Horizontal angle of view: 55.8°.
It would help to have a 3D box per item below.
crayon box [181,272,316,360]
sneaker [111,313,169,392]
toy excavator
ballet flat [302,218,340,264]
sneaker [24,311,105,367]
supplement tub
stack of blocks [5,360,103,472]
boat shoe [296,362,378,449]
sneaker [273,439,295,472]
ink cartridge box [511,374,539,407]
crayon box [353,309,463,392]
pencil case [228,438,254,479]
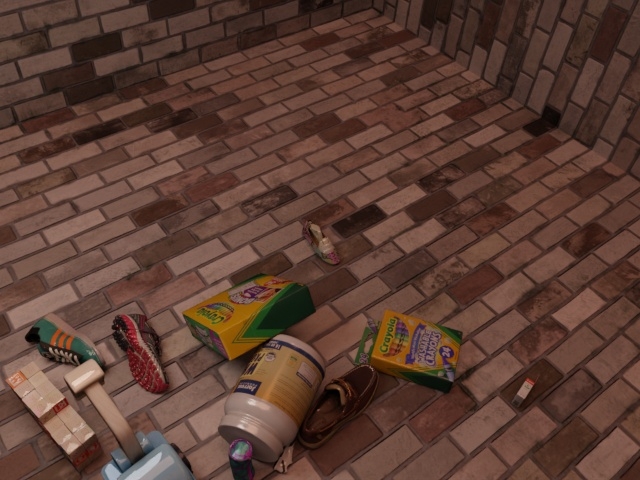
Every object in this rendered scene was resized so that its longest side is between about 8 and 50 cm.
[{"bbox_3d":[-0.238,0.229,1.940,0.313,0.106,0.363,-26,15,-26],"label":"crayon box"},{"bbox_3d":[-0.556,0.349,1.940,0.112,0.121,0.299,-2,48,-49],"label":"sneaker"},{"bbox_3d":[-0.462,0.551,1.535,0.222,0.445,0.433,-32,58,-29],"label":"toy excavator"},{"bbox_3d":[0.000,0.000,2.315,0.077,0.079,0.221,-23,54,-24],"label":"ballet flat"},{"bbox_3d":[-0.817,0.347,1.929,0.302,0.108,0.121,24,51,27],"label":"sneaker"},{"bbox_3d":[-0.142,0.461,1.782,0.228,0.228,0.316,20,52,13],"label":"supplement tub"},{"bbox_3d":[-0.762,0.506,1.739,0.297,0.171,0.087,36,55,24],"label":"stack of blocks"},{"bbox_3d":[0.062,0.486,1.850,0.123,0.123,0.342,38,56,26],"label":"boat shoe"},{"bbox_3d":[-0.097,0.631,1.770,0.044,0.040,0.109,31,55,1],"label":"sneaker"},{"bbox_3d":[0.659,0.477,1.943,0.029,0.063,0.115,33,53,21],"label":"ink cartridge box"},{"bbox_3d":[0.293,0.358,2.011,0.323,0.083,0.203,15,48,10],"label":"crayon box"},{"bbox_3d":[-0.218,0.620,1.688,0.070,0.151,0.064,29,51,26],"label":"pencil case"}]
